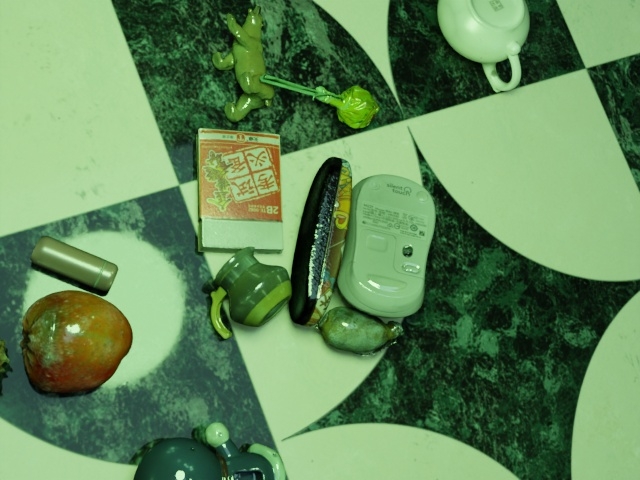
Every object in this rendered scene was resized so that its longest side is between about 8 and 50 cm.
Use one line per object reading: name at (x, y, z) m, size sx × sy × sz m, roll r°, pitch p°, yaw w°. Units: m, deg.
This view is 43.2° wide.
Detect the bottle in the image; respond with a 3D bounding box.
bottle at (-0.415, 0.040, 1.371) m, size 0.140 × 0.053 × 0.053 m, roll 24°, pitch 70°, yaw -12°

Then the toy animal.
toy animal at (-0.139, -0.344, 1.553) m, size 0.101 × 0.103 × 0.219 m, roll -8°, pitch 78°, yaw -37°

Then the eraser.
eraser at (-0.150, -0.091, 1.506) m, size 0.157 × 0.038 × 0.230 m, roll 2°, pitch 75°, yaw -19°

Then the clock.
clock at (-0.184, 0.399, 1.320) m, size 0.243 × 0.146 × 0.200 m, roll 7°, pitch 79°, yaw -26°

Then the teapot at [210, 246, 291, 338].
teapot at (-0.132, 0.095, 1.432) m, size 0.119 × 0.130 × 0.166 m, roll 45°, pitch 98°, yaw 12°

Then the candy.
candy at (-0.001, -0.281, 1.565) m, size 0.262 × 0.073 × 0.077 m, roll 10°, pitch 56°, yaw -33°

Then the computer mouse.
computer mouse at (0.125, 0.019, 1.534) m, size 0.184 × 0.121 × 0.297 m, roll 8°, pitch 57°, yaw -5°

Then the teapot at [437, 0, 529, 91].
teapot at (0.346, -0.461, 1.722) m, size 0.204 × 0.139 × 0.298 m, roll -20°, pitch 82°, yaw -24°

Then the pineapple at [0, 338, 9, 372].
pineapple at (-0.574, 0.207, 1.225) m, size 0.166 × 0.166 × 0.193 m, roll 34°, pitch 77°, yaw -9°

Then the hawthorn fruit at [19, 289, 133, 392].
hawthorn fruit at (-0.390, 0.160, 1.294) m, size 0.173 × 0.173 × 0.173 m, roll 5°, pitch 75°, yaw -18°

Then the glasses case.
glasses case at (0.000, 0.000, 1.490) m, size 0.082 × 0.122 × 0.321 m, roll 16°, pitch 72°, yaw -15°

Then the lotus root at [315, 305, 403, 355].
lotus root at (0.071, 0.169, 1.493) m, size 0.165 × 0.088 × 0.088 m, roll 12°, pitch 73°, yaw -18°
